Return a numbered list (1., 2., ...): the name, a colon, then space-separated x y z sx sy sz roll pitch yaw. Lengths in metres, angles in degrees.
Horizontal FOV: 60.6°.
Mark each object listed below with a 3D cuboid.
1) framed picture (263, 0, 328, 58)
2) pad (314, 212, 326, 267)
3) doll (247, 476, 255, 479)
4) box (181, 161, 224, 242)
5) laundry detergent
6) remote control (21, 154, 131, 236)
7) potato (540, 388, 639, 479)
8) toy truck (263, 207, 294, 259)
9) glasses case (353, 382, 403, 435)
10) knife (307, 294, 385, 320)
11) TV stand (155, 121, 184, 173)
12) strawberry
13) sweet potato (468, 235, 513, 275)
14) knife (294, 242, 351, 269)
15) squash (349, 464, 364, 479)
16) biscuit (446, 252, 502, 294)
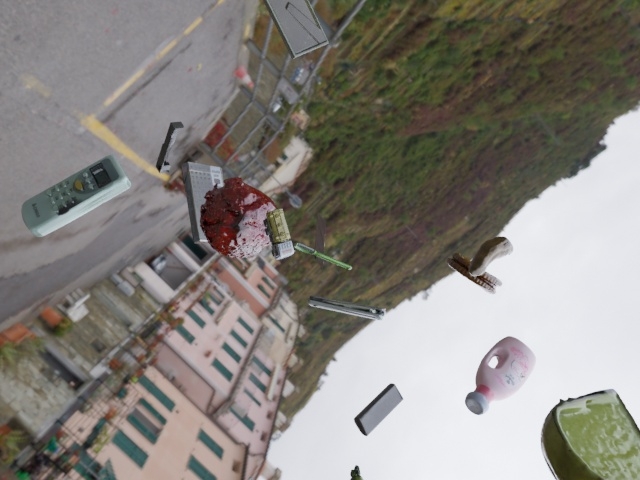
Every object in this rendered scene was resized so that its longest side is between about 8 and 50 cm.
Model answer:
1. framed picture: -0.090 -0.752 1.819 0.018 0.265 0.192 -14 -163 49
2. pad: 0.000 0.000 2.029 0.006 0.187 0.113 -3 -159 -16
3. doll: -0.048 0.499 0.943 0.057 0.227 0.114 -61 172 -4
4. box: -0.453 -0.149 2.203 0.047 0.324 0.180 -19 168 36
5. laundry detergent: 0.617 0.471 1.899 0.335 0.159 0.087 -33 156 -36
6. remote control: -0.680 -0.126 1.517 0.296 0.140 0.056 -32 144 -11
7. potato: 0.649 0.546 1.346 0.330 0.280 0.212 -103 -150 -50
8. toy truck: -0.103 -0.017 1.360 0.052 0.123 0.063 -16 -179 -20
9. glasses case: 0.193 0.554 1.804 0.191 0.072 0.042 -34 -175 -33
10. knife: 0.083 0.216 1.795 0.073 0.266 0.040 46 55 -66
11. TV stand: -0.611 -0.375 2.218 0.049 0.040 0.256 -16 152 -40
12. strawberry: -0.266 -0.059 1.736 0.274 0.274 0.220 -41 -170 25
13. sweet potato: 0.375 0.028 1.209 0.182 0.053 0.054 -25 162 -40
14. knife: 0.007 0.055 1.808 0.054 0.212 0.015 -32 -142 64
15. squash: 0.110 0.932 1.856 0.080 0.071 0.318 10 87 -64
16. biscuit: 0.573 0.121 2.045 0.066 0.220 0.220 -56 -175 6
